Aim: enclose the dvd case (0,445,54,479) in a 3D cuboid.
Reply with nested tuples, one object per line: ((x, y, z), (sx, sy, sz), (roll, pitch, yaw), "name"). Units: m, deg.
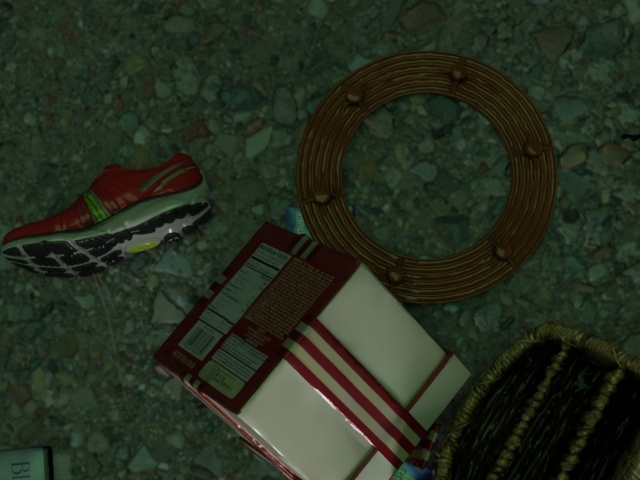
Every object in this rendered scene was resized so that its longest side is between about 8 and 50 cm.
((-0.464, 0.366, 1.772), (0.253, 0.022, 0.180), (-6, 82, 4), "dvd case")

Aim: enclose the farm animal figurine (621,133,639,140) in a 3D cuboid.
((0.586, -0.100, 1.645), (0.327, 0.172, 0.330), (-27, 44, -15), "farm animal figurine")

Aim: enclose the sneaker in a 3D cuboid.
((-0.279, -0.037, 1.786), (0.279, 0.107, 0.118), (-17, 63, 0), "sneaker")

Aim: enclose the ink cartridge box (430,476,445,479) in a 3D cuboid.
((0.123, 0.431, 1.623), (0.060, 0.239, 0.275), (-21, 83, -30), "ink cartridge box")

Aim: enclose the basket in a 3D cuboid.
((0.257, 0.247, 1.620), (0.213, 0.223, 0.299), (30, 87, 8), "basket")

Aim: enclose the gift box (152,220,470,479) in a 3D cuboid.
((-0.021, 0.169, 1.614), (0.276, 0.255, 0.258), (-49, 122, -7), "gift box")

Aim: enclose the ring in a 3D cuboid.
((0.136, -0.086, 1.761), (0.336, 0.032, 0.337), (0, 80, 1), "ring")

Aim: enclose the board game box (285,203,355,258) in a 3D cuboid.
((0.000, 0.000, 1.779), (0.090, 0.020, 0.090), (-3, 81, 5), "board game box")

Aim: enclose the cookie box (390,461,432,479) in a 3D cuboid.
((0.074, 0.305, 1.720), (0.092, 0.040, 0.107), (35, 87, 9), "cookie box")
